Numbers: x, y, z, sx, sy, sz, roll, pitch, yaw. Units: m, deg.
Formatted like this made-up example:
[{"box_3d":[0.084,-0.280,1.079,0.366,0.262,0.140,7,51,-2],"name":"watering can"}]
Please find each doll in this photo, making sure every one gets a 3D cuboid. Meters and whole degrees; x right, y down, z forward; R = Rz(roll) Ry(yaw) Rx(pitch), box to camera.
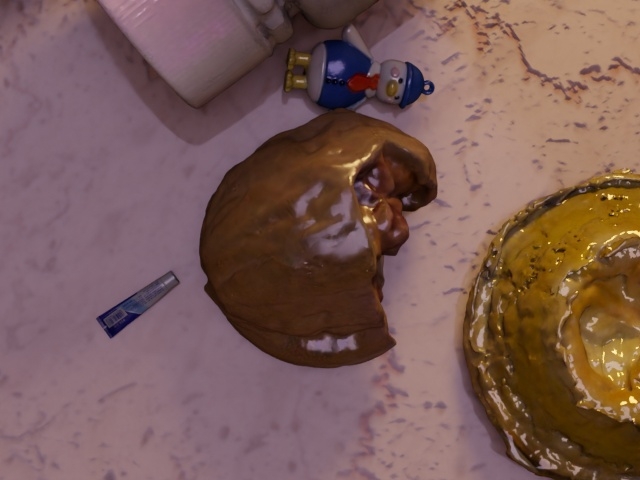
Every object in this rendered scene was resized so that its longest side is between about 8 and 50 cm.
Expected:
[{"box_3d":[0.037,-0.151,1.154,0.143,0.057,0.099,8,113,-9],"name":"doll"}]

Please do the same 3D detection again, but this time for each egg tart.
[{"box_3d":[0.284,0.087,1.122,0.315,0.120,0.315,0,86,-3],"name":"egg tart"}]

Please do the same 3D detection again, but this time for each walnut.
[{"box_3d":[-0.010,-0.007,1.099,0.204,0.141,0.238,15,88,3],"name":"walnut"}]

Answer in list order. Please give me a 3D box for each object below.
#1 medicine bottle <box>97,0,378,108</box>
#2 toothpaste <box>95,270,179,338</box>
[{"box_3d":[-0.047,-0.292,1.055,0.325,0.256,0.256,-37,89,2],"name":"medicine bottle"},{"box_3d":[-0.169,0.057,1.146,0.083,0.015,0.024,-37,91,0],"name":"toothpaste"}]
